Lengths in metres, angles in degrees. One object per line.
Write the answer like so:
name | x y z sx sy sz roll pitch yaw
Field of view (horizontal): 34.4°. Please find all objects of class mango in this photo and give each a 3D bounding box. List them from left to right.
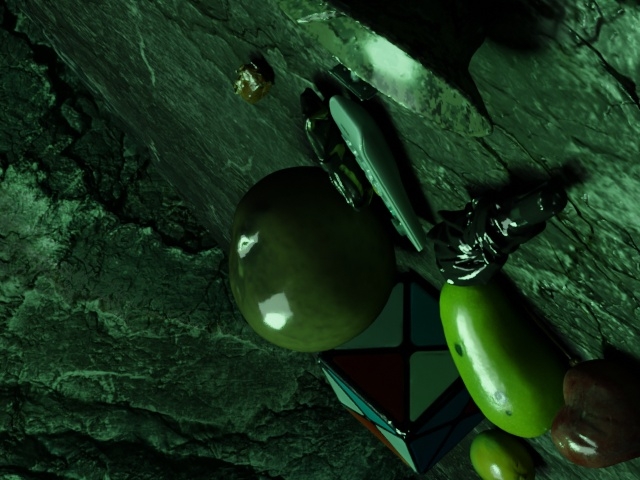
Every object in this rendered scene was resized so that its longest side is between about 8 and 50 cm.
mango | 0.276 0.172 1.593 0.293 0.143 0.175 59 164 -12
mango | 0.397 0.494 2.285 0.156 0.114 0.251 37 166 10

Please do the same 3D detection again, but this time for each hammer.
hammer | 0.343 0.142 1.545 0.123 0.014 0.029 47 160 2

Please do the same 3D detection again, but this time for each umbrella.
umbrella | 0.220 -0.017 1.261 0.118 0.118 0.340 47 164 0

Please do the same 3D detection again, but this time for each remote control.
remote control | 0.092 -0.099 1.527 0.103 0.051 0.293 58 180 41

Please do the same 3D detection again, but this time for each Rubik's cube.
Rubik's cube | 0.175 0.248 1.922 0.250 0.248 0.246 40 166 29

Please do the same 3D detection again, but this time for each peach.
peach | 0.392 0.237 1.402 0.152 0.152 0.152 44 168 12

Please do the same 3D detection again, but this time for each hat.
hat | 0.089 -0.213 0.978 0.265 0.128 0.265 37 180 0

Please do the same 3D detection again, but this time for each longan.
longan | -0.019 0.031 1.760 0.319 0.319 0.319 44 168 12

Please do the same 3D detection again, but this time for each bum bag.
bum bag | 0.025 -0.139 1.574 0.232 0.060 0.107 59 -158 -44

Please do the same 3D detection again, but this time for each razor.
razor | 0.044 -0.237 1.288 0.068 0.040 0.135 42 163 18

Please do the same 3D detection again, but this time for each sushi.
sushi | -0.113 -0.266 1.705 0.060 0.061 0.118 54 149 5
